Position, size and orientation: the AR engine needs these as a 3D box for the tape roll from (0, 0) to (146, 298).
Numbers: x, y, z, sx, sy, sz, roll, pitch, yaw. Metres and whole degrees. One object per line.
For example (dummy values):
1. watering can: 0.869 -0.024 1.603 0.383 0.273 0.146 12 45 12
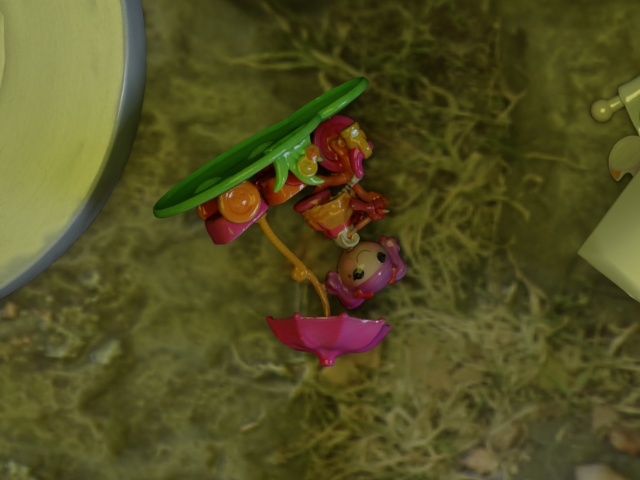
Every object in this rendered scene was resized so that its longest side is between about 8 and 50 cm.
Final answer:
1. tape roll: -0.315 -0.128 1.225 0.392 0.072 0.392 0 90 5

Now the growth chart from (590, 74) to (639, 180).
1. growth chart: 0.301 -0.035 1.167 0.172 0.021 0.237 -37 77 14

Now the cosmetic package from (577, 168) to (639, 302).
1. cosmetic package: 0.264 -0.068 1.118 0.060 0.099 0.239 39 101 15

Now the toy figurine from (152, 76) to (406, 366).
1. toy figurine: 0.000 0.000 1.195 0.173 0.130 0.159 -36 102 -19
